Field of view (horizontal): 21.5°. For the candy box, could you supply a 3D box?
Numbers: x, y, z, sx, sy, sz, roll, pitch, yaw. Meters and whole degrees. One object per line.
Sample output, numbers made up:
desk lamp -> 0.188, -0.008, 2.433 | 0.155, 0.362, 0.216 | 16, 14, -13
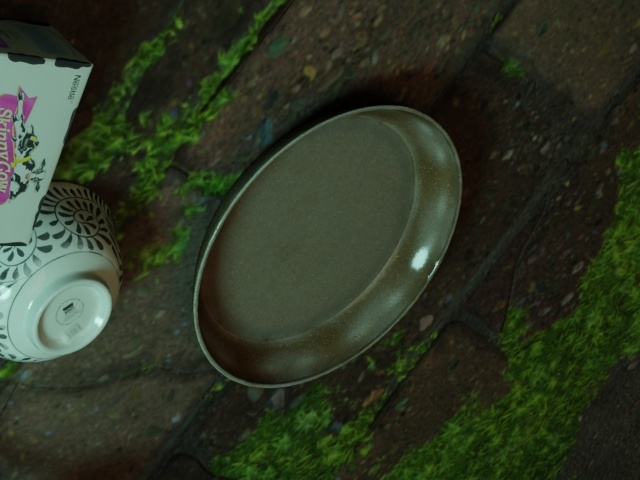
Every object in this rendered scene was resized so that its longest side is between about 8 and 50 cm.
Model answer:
candy box -> -0.286, -0.082, 1.237 | 0.196, 0.070, 0.165 | 1, 121, -43

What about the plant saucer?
plant saucer -> 0.000, 0.000, 1.595 | 0.311, 0.050, 0.310 | -26, 136, -27

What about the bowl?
bowl -> -0.224, 0.043, 1.394 | 0.170, 0.080, 0.170 | -24, 135, -26
